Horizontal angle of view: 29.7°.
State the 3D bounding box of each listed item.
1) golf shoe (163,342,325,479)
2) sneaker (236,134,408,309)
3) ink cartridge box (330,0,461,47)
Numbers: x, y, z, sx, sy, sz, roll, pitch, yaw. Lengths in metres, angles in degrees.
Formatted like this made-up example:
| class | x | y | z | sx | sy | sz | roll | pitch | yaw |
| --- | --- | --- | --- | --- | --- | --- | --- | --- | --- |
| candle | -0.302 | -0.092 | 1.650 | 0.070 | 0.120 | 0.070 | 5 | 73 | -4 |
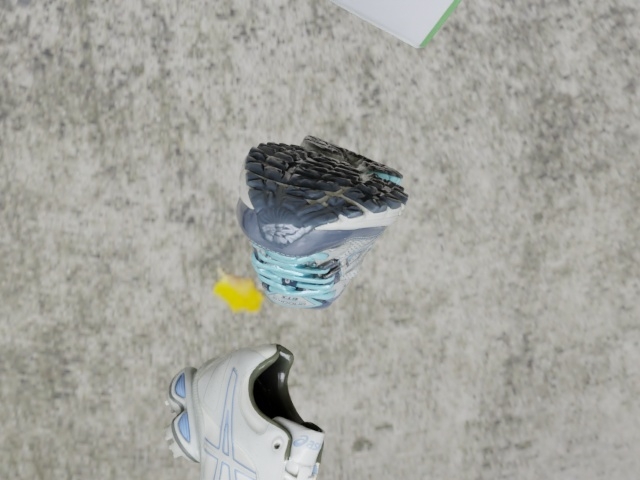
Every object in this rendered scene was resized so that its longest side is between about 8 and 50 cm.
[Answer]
| class | x | y | z | sx | sy | sz | roll | pitch | yaw |
| --- | --- | --- | --- | --- | --- | --- | --- | --- | --- |
| golf shoe | -0.032 | 0.139 | 0.675 | 0.086 | 0.176 | 0.069 | -31 | 152 | 24 |
| sneaker | 0.000 | 0.000 | 0.879 | 0.110 | 0.283 | 0.122 | 21 | 99 | 9 |
| ink cartridge box | 0.120 | -0.351 | 1.109 | 0.117 | 0.278 | 0.201 | 26 | 144 | -10 |
